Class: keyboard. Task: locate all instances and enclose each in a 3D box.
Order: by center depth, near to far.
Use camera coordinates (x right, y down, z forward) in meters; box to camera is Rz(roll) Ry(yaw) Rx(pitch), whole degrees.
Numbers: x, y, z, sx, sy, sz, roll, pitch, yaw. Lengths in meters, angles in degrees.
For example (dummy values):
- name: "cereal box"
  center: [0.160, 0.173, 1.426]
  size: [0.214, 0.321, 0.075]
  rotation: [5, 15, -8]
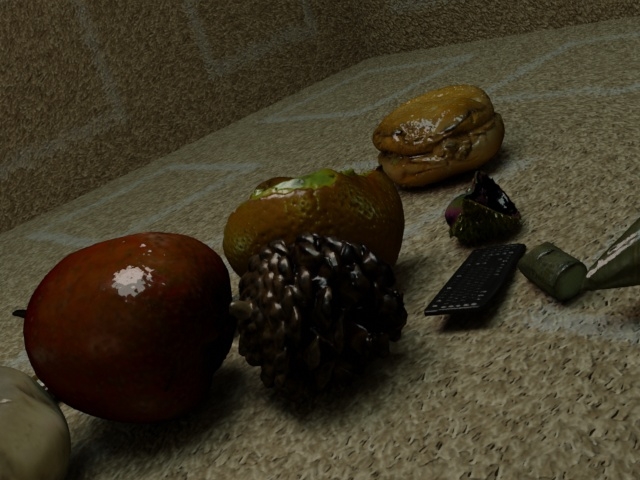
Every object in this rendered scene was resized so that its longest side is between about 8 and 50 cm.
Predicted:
- name: "keyboard"
  center: [0.226, 0.080, 1.299]
  size: [0.103, 0.041, 0.381]
  rotation: [-9, 21, 29]

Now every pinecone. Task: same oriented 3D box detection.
- name: "pinecone"
  center: [0.000, 0.095, 1.196]
  size: [0.257, 0.243, 0.243]
  rotation: [-16, 18, -5]

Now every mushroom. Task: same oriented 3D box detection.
- name: "mushroom"
  center: [-0.505, 0.238, 1.131]
  size: [0.314, 0.336, 0.314]
  rotation: [-9, 22, 4]

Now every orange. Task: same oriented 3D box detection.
- name: "orange"
  center: [0.002, 0.009, 1.428]
  size: [0.262, 0.196, 0.334]
  rotation: [-24, -12, 28]

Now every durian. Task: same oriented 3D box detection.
- name: "durian"
  center: [0.285, -0.039, 1.532]
  size: [0.108, 0.119, 0.187]
  rotation: [-52, 0, 26]

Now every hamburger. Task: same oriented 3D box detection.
- name: "hamburger"
  center: [0.268, -0.232, 1.928]
  size: [0.289, 0.170, 0.314]
  rotation: [-14, 20, 24]

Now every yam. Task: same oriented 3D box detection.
- name: "yam"
  center: [0.339, 0.040, 1.259]
  size: [0.069, 0.070, 0.146]
  rotation: [-21, 20, -5]

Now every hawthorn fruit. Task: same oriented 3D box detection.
- name: "hawthorn fruit"
  center: [-0.305, 0.125, 1.272]
  size: [0.369, 0.285, 0.285]
  rotation: [1, 25, 21]

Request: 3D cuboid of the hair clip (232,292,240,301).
- name: "hair clip"
  center: [-0.166, 0.124, 1.543]
  size: [0.187, 0.056, 0.146]
  rotation: [-9, 15, 36]

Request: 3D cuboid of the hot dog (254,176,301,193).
- name: "hot dog"
  center: [-0.024, -0.055, 1.764]
  size: [0.117, 0.158, 0.349]
  rotation: [-9, 8, -30]

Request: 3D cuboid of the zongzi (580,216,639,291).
- name: "zongzi"
  center: [0.549, -0.055, 1.184]
  size: [0.393, 0.174, 0.356]
  rotation: [-19, 13, 20]

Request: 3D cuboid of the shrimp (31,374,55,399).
- name: "shrimp"
  center: [-0.517, 0.263, 1.506]
  size: [0.296, 0.058, 0.169]
  rotation: [-30, 19, -18]
